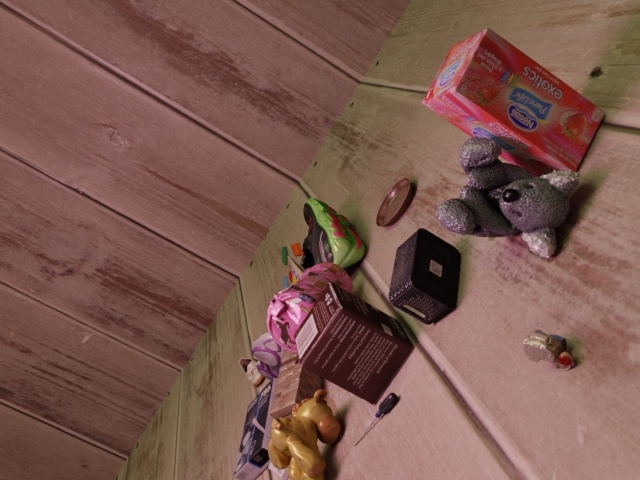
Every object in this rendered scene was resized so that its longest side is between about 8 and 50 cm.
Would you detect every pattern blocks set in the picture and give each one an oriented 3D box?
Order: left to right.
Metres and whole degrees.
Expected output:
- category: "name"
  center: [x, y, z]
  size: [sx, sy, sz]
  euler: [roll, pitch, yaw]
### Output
- category: "pattern blocks set"
  center: [-0.062, 0.143, 2.313]
  size: [0.325, 0.026, 0.285]
  euler: [-126, 32, -53]

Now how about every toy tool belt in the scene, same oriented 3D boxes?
- category: "toy tool belt"
  center: [0.364, 0.164, 1.145]
  size: [0.083, 0.052, 0.051]
  euler: [13, 43, 42]

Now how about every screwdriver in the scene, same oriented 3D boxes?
- category: "screwdriver"
  center: [0.114, 0.392, 1.581]
  size: [0.170, 0.024, 0.025]
  euler: [-56, -13, 20]

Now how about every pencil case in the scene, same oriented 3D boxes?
- category: "pencil case"
  center: [-0.017, 0.170, 1.933]
  size: [0.386, 0.160, 0.167]
  euler: [-35, -58, -73]

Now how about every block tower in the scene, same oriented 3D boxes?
- category: "block tower"
  center: [-0.052, 0.357, 1.991]
  size: [0.097, 0.091, 0.335]
  euler: [-29, 26, 27]

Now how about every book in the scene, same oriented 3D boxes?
- category: "book"
  center: [-0.082, 0.543, 1.909]
  size: [0.144, 0.035, 0.096]
  euler: [-63, 19, -13]

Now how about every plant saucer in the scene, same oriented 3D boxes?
- category: "plant saucer"
  center: [0.223, -0.108, 2.158]
  size: [0.168, 0.029, 0.168]
  euler: [-54, 16, 24]

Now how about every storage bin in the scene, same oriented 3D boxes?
- category: "storage bin"
  center: [0.230, 0.077, 1.601]
  size: [0.084, 0.122, 0.180]
  euler: [-46, 20, 42]

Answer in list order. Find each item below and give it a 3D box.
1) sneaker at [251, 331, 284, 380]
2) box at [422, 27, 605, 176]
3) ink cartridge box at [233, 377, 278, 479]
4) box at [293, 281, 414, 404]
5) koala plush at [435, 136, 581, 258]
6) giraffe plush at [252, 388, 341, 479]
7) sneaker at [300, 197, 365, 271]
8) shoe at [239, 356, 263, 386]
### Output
- category: "sneaker"
  center: [-0.132, 0.320, 2.223]
  size: [0.152, 0.114, 0.305]
  euler: [-57, -9, -25]
- category: "box"
  center: [0.374, -0.260, 1.429]
  size: [0.142, 0.300, 0.154]
  euler: [-61, 16, -7]
- category: "ink cartridge box"
  center: [-0.166, 0.531, 2.149]
  size: [0.165, 0.065, 0.332]
  euler: [-52, 16, 30]
- category: "box"
  center: [0.070, 0.232, 1.672]
  size: [0.167, 0.203, 0.168]
  euler: [-57, 16, 10]
- category: "koala plush"
  center: [0.379, -0.073, 1.381]
  size: [0.221, 0.203, 0.196]
  euler: [17, 85, 53]
- category: "giraffe plush"
  center: [-0.030, 0.450, 1.711]
  size: [0.170, 0.210, 0.181]
  euler: [-35, -5, -34]
- category: "sneaker"
  center: [0.000, 0.000, 2.382]
  size: [0.202, 0.185, 0.483]
  euler: [-53, 15, 10]
- category: "shoe"
  center: [-0.241, 0.452, 2.542]
  size: [0.076, 0.058, 0.219]
  euler: [-61, 15, -4]
